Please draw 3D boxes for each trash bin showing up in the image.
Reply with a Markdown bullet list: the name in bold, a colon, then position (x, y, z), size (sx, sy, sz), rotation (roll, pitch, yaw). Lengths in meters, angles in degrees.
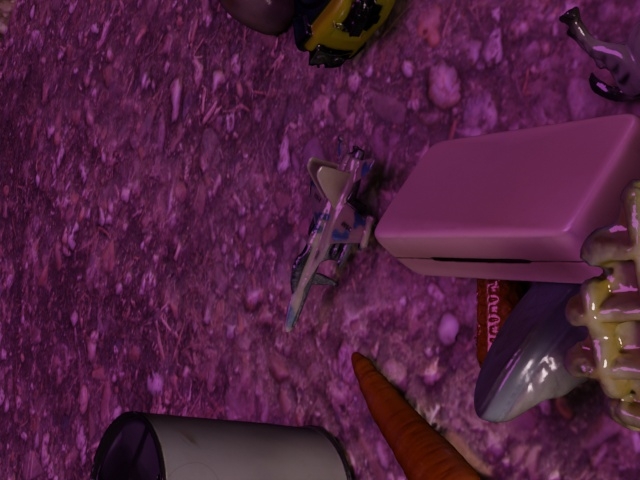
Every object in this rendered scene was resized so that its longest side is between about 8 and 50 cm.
- **trash bin**: position (-0.124, 0.326, 1.331), size (0.277, 0.262, 0.217), rotation (3, 83, 56)

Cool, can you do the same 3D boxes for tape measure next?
- **tape measure**: position (0.037, -0.347, 1.428), size (0.186, 0.112, 0.199), rotation (-42, 54, 52)

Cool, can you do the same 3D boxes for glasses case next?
- **glasses case**: position (0.188, -0.036, 1.066), size (0.144, 0.076, 0.336), rotation (-55, 22, -15)

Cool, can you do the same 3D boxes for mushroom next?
- **mushroom**: position (-0.103, -0.399, 1.659), size (0.188, 0.117, 0.141), rotation (64, 143, 36)

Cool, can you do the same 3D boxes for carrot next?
- **carrot**: position (0.100, 0.222, 1.213), size (0.336, 0.069, 0.069), rotation (48, 120, 53)

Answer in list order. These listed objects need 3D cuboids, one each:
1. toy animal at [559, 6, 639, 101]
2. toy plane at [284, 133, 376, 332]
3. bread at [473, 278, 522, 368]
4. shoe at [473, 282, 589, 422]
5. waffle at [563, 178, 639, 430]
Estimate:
- **toy animal**: position (0.319, -0.182, 0.983), size (0.176, 0.073, 0.217), rotation (51, 148, 7)
- **toy plane**: position (0.010, 0.001, 1.399), size (0.192, 0.088, 0.262), rotation (-133, 50, -57)
- **bread**: position (0.187, 0.065, 1.142), size (0.052, 0.044, 0.157), rotation (-24, 61, 57)
- **shoe**: position (0.243, 0.078, 1.018), size (0.251, 0.100, 0.103), rotation (-55, 8, 3)
- **waffle**: position (0.333, 0.069, 0.781), size (0.309, 0.056, 0.292), rotation (40, 122, 10)
